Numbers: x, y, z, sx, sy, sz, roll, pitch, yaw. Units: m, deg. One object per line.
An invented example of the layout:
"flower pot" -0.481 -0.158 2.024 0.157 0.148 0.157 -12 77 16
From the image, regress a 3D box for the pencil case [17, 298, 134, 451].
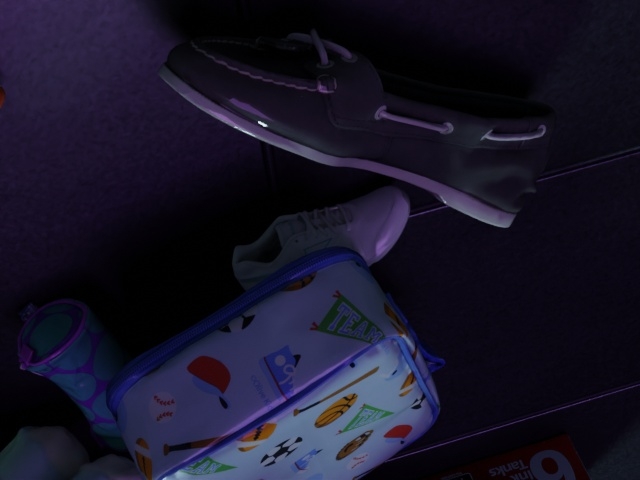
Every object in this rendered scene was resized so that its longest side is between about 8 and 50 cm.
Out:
"pencil case" -0.182 0.109 1.062 0.070 0.064 0.151 -36 137 -5

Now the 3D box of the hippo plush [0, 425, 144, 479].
"hippo plush" -0.288 0.243 1.012 0.294 0.234 0.236 -37 144 9

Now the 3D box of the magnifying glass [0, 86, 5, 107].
"magnifying glass" -0.296 -0.128 0.807 0.231 0.026 0.092 26 119 -40

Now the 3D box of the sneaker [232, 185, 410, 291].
"sneaker" 0.000 0.000 1.038 0.152 0.053 0.061 -31 134 10

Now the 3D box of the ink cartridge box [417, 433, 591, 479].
"ink cartridge box" 0.154 0.371 1.312 0.310 0.271 0.130 -17 137 -7

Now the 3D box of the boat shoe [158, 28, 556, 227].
"boat shoe" 0.038 -0.098 0.927 0.335 0.112 0.095 17 107 -41

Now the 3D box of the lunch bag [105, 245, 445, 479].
"lunch bag" -0.021 0.128 1.062 0.243 0.115 0.303 -34 157 -2
